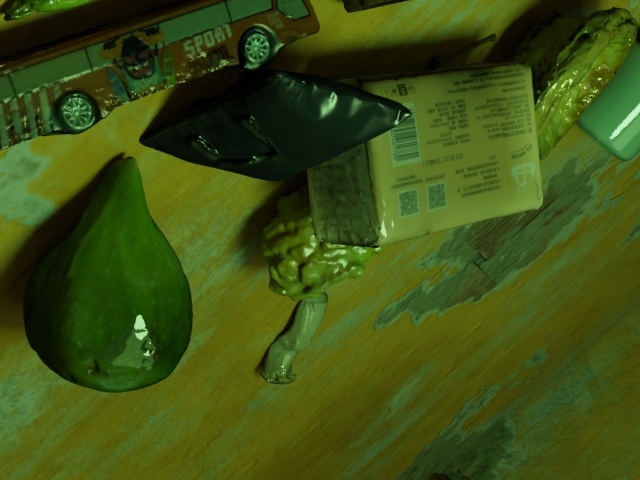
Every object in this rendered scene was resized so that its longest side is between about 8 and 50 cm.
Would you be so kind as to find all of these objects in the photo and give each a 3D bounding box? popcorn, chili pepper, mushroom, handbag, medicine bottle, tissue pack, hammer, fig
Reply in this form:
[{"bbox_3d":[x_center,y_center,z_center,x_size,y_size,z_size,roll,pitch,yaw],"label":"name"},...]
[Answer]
[{"bbox_3d":[-0.003,-0.003,1.662,0.197,0.155,0.197,-39,174,-5],"label":"popcorn"},{"bbox_3d":[-0.207,-0.255,1.137,0.208,0.043,0.049,-18,-177,-28],"label":"chili pepper"},{"bbox_3d":[-0.040,0.166,1.976,0.059,0.054,0.202,-4,132,-47],"label":"mushroom"},{"bbox_3d":[-0.057,-0.131,1.363,0.254,0.089,0.211,-18,159,42],"label":"handbag"},{"bbox_3d":[0.536,-0.253,1.957,0.225,0.139,0.139,-49,152,19],"label":"medicine bottle"},{"bbox_3d":[0.114,-0.120,1.576,0.305,0.238,0.239,-13,143,-37],"label":"tissue pack"},{"bbox_3d":[0.203,-0.268,1.658,0.123,0.014,0.029,-28,162,-28],"label":"hammer"},{"bbox_3d":[-0.244,0.037,1.394,0.206,0.206,0.275,-8,118,-46],"label":"fig"}]

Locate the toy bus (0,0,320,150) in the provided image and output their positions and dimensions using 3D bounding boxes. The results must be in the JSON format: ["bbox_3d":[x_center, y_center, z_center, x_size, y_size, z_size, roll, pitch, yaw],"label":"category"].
[{"bbox_3d":[-0.188,-0.180,1.190,0.408,0.093,0.092,-25,109,-27],"label":"toy bus"}]

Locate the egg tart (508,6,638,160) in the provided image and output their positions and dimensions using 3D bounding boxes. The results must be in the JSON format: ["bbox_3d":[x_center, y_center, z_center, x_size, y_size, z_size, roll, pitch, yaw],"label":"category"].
[{"bbox_3d":[0.342,-0.239,1.715,0.294,0.123,0.294,-46,166,-15],"label":"egg tart"}]

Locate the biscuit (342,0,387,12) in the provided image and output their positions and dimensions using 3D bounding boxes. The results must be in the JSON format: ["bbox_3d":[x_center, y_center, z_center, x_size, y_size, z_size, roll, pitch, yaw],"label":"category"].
[{"bbox_3d":[0.142,-0.301,1.315,0.208,0.041,0.290,-22,-168,-40],"label":"biscuit"}]
